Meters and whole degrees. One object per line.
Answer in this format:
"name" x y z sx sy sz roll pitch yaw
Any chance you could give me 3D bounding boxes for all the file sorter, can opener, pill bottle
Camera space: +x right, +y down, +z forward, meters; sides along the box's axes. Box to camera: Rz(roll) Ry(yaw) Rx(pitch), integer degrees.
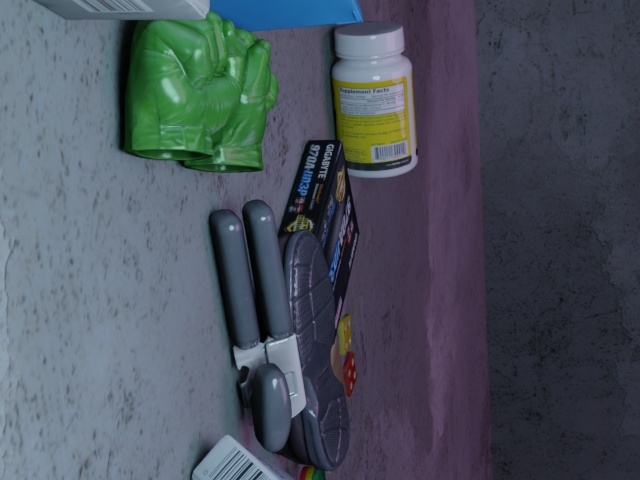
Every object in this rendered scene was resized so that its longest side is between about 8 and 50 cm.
"file sorter" -0.051 -0.282 1.335 0.118 0.170 0.104 52 38 -67
"can opener" -0.059 0.093 1.462 0.093 0.074 0.280 -142 -142 -59
"pill bottle" 0.077 -0.204 1.938 0.119 0.119 0.208 -57 145 -65

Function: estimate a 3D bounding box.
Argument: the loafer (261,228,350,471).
"loafer" -0.037 0.133 1.592 0.109 0.095 0.303 -37 123 -56

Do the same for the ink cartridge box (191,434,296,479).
"ink cartridge box" 0.039 0.359 1.451 0.071 0.324 0.330 -50 158 -4

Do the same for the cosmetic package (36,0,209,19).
"cosmetic package" -0.153 -0.296 1.027 0.107 0.127 0.238 25 68 -74

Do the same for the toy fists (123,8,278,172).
"toy fists" -0.106 -0.144 1.274 0.279 0.096 0.142 5 85 -74

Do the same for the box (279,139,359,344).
"box" 0.000 0.000 1.774 0.220 0.051 0.175 -75 159 -46

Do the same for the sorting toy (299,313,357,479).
"sorting toy" -0.003 0.209 1.776 0.274 0.046 0.132 -70 155 -52
